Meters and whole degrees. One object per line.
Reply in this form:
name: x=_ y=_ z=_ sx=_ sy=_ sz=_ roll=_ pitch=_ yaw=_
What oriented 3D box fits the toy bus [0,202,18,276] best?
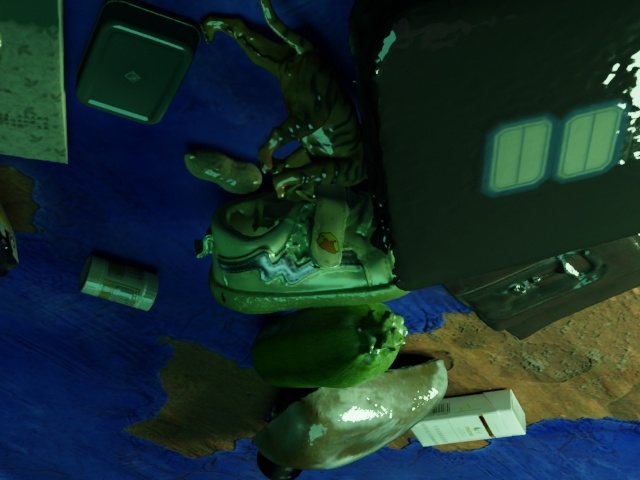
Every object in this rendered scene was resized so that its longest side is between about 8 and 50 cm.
toy bus: x=-0.361 y=-0.029 z=1.111 sx=0.057 sy=0.072 sz=0.172 roll=-12 pitch=148 yaw=-7

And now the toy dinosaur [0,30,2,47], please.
toy dinosaur: x=-0.311 y=-0.205 z=0.794 sx=0.294 sy=0.077 sz=0.162 roll=-21 pitch=139 yaw=31

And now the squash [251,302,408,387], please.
squash: x=0.009 y=0.118 z=1.203 sx=0.101 sy=0.101 sz=0.379 roll=15 pitch=164 yaw=-17

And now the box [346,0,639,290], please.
box: x=0.203 y=-0.109 z=0.890 sx=0.350 sy=0.091 sz=0.359 roll=-15 pitch=144 yaw=-4

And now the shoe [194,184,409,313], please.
shoe: x=0.002 y=0.006 z=1.080 sx=0.262 sy=0.140 sz=0.128 roll=-12 pitch=137 yaw=12

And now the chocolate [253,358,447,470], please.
chocolate: x=0.053 y=0.233 z=1.362 sx=0.254 sy=0.080 sz=0.157 roll=-7 pitch=151 yaw=-41

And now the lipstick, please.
lipstick: x=-0.027 y=0.239 z=1.476 sx=0.081 sy=0.081 sz=0.299 roll=9 pitch=139 yaw=-9

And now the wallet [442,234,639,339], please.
wallet: x=0.261 y=0.029 z=1.180 sx=0.229 sy=0.049 sz=0.182 roll=-28 pitch=132 yaw=35

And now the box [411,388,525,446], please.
box: x=0.207 y=0.254 z=1.517 sx=0.154 sy=0.040 sz=0.084 roll=-12 pitch=141 yaw=18

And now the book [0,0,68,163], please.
book: x=-0.346 y=-0.203 z=0.895 sx=0.264 sy=0.031 sz=0.379 roll=6 pitch=145 yaw=-7

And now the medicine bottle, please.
medicine bottle: x=-0.234 y=0.049 z=1.243 sx=0.083 sy=0.047 sz=0.047 roll=18 pitch=143 yaw=-21

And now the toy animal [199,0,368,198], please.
toy animal: x=-0.018 y=-0.130 z=0.924 sx=0.116 sy=0.114 sz=0.255 roll=-25 pitch=130 yaw=1

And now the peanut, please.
peanut: x=-0.097 y=-0.071 z=1.070 sx=0.083 sy=0.037 sz=0.037 roll=25 pitch=140 yaw=-19

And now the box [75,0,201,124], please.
box: x=-0.165 y=-0.155 z=0.952 sx=0.091 sy=0.031 sz=0.126 roll=17 pitch=144 yaw=-20
